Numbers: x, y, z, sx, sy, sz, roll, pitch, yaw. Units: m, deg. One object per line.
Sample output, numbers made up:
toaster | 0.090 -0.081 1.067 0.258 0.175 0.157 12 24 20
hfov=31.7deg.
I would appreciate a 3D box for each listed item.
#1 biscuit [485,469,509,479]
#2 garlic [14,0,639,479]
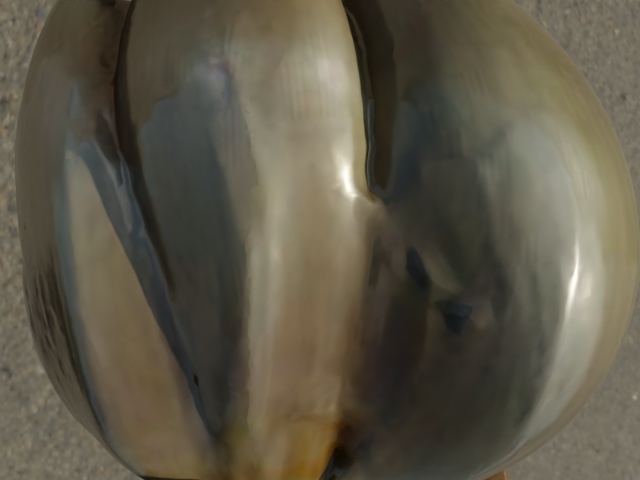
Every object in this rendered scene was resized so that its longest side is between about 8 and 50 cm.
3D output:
biscuit | 0.102 0.242 1.170 0.295 0.044 0.186 -43 90 0
garlic | -0.001 0.000 0.495 0.279 0.132 0.325 4 102 0
